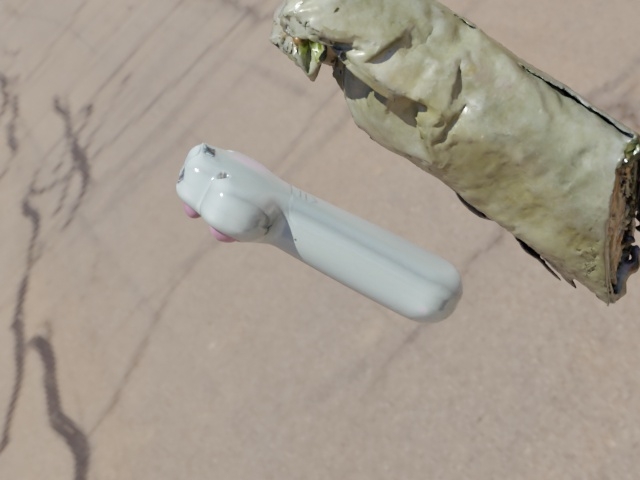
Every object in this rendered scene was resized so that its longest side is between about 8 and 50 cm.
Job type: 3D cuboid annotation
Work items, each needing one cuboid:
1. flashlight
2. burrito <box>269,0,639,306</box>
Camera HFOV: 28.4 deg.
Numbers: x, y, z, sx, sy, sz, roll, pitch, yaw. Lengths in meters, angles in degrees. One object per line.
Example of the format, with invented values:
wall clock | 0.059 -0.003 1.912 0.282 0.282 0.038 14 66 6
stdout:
flashlight | 0.000 0.000 0.814 0.047 0.200 0.093 -60 12 17
burrito | 0.049 -0.032 0.371 0.041 0.149 0.055 -61 14 -21
